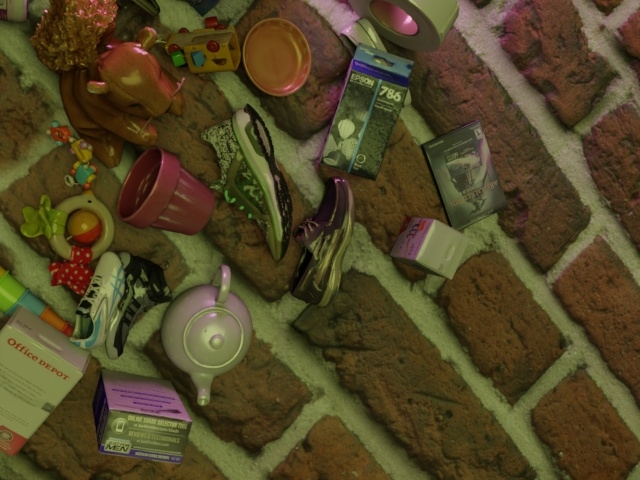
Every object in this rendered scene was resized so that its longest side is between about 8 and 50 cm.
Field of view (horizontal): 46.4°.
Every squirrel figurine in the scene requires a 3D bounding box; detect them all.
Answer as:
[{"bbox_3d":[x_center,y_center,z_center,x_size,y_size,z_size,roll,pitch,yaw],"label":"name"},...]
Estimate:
[{"bbox_3d":[-0.481,-0.384,1.660,0.281,0.370,0.397,-43,106,-11],"label":"squirrel figurine"}]

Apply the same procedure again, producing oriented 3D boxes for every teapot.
[{"bbox_3d":[-0.275,0.229,1.875,0.252,0.187,0.256,-35,103,-14],"label":"teapot"}]

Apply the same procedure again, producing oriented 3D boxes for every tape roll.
[{"bbox_3d":[0.213,-0.611,1.928,0.286,0.286,0.100,34,82,-18],"label":"tape roll"}]

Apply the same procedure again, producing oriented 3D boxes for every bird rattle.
[{"bbox_3d":[-0.584,-0.008,1.789,0.207,0.143,0.254,-40,109,-29],"label":"bird rattle"}]

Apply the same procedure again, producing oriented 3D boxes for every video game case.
[{"bbox_3d":[0.421,-0.186,2.168,0.196,0.026,0.274,-25,101,-16],"label":"video game case"}]

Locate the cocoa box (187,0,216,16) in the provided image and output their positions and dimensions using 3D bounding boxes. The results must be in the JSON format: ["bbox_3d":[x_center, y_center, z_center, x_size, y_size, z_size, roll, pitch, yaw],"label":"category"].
[{"bbox_3d":[-0.227,-0.755,1.793,0.228,0.231,0.347,45,80,-17],"label":"cocoa box"}]

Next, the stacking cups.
[{"bbox_3d":[-0.701,0.161,1.785,0.316,0.096,0.096,44,80,-22],"label":"stacking cups"}]

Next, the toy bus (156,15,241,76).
[{"bbox_3d":[-0.298,-0.464,1.855,0.191,0.202,0.104,-31,134,-21],"label":"toy bus"}]

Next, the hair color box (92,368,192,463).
[{"bbox_3d":[-0.428,0.406,1.754,0.185,0.339,0.110,14,89,-19],"label":"hair color box"}]

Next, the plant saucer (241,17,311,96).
[{"bbox_3d":[-0.117,-0.474,1.939,0.200,0.037,0.200,-3,95,-31],"label":"plant saucer"}]

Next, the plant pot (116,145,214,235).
[{"bbox_3d":[-0.368,-0.105,1.826,0.180,0.201,0.201,27,85,-34],"label":"plant pot"}]

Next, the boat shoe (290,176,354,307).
[{"bbox_3d":[0.000,0.000,1.982,0.130,0.132,0.356,10,90,-20],"label":"boat shoe"}]

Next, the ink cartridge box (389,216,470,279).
[{"bbox_3d":[0.300,0.018,2.061,0.127,0.176,0.128,27,85,-19],"label":"ink cartridge box"}]

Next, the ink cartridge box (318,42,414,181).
[{"bbox_3d":[0.122,-0.338,1.976,0.165,0.065,0.333,16,103,-6],"label":"ink cartridge box"}]

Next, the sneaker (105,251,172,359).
[{"bbox_3d":[-0.449,0.168,1.854,0.153,0.101,0.269,8,90,-18],"label":"sneaker"}]

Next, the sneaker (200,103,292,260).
[{"bbox_3d":[-0.190,-0.136,1.930,0.182,0.158,0.410,-14,102,14],"label":"sneaker"}]

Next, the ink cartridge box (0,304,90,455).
[{"bbox_3d":[-0.702,0.325,1.728,0.207,0.117,0.283,39,101,-17],"label":"ink cartridge box"}]

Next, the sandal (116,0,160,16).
[{"bbox_3d":[-0.530,-0.602,1.780,0.302,0.120,0.086,17,116,-18],"label":"sandal"}]

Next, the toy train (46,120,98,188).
[{"bbox_3d":[-0.582,-0.206,1.777,0.046,0.125,0.166,-42,137,-44],"label":"toy train"}]

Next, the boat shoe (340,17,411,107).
[{"bbox_3d":[0.148,-0.467,2.018,0.088,0.096,0.268,-34,103,-9],"label":"boat shoe"}]

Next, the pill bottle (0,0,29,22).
[{"bbox_3d":[-0.803,-0.588,1.643,0.301,0.169,0.169,6,92,-20],"label":"pill bottle"}]

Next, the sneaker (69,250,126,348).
[{"bbox_3d":[-0.524,0.140,1.754,0.085,0.086,0.237,13,87,25],"label":"sneaker"}]
